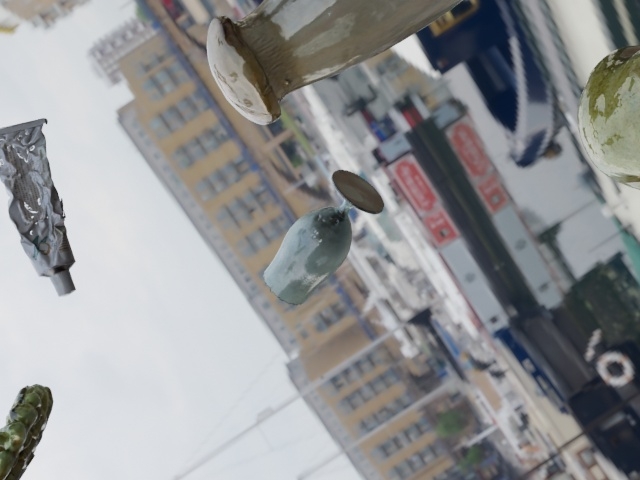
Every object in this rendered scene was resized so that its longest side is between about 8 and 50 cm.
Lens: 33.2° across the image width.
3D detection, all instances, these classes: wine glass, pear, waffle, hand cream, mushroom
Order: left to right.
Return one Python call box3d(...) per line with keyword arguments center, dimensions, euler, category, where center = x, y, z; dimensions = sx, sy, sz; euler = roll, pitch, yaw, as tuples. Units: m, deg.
box3d(center=(-0.444, 0.308, 1.557), dimensions=(0.054, 0.204, 0.223), euler=(22, -176, -5), category="waffle")
box3d(center=(-0.375, -0.045, 1.422), dimensions=(0.050, 0.084, 0.256), euler=(84, 168, -75), category="hand cream")
box3d(center=(0.000, 0.000, 1.548), dimensions=(0.093, 0.202, 0.093), euler=(27, -151, -17), category="wine glass")
box3d(center=(0.063, -0.276, 1.165), dimensions=(0.137, 0.407, 0.154), euler=(56, 175, -33), category="mushroom")
box3d(center=(0.327, -0.116, 1.007), dimensions=(0.167, 0.167, 0.136), euler=(37, -117, -85), category="pear")
